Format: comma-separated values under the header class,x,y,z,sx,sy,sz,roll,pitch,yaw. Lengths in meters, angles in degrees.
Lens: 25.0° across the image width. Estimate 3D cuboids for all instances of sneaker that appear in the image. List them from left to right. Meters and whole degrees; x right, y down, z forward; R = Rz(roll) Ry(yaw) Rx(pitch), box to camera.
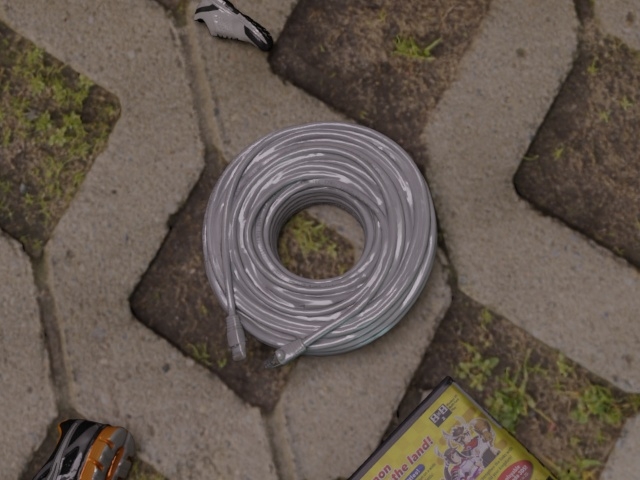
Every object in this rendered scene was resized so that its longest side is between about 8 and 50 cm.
class,x,y,z,sx,sy,sz,roll,pitch,yaw
sneaker,-0.277,0.289,1.535,0.083,0.084,0.215,20,74,27
sneaker,-0.101,-0.248,1.678,0.109,0.040,0.044,38,99,20

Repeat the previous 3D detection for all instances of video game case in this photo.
class,x,y,z,sx,sy,sz,roll,pitch,yaw
video game case,0.127,0.321,1.468,0.248,0.035,0.275,43,85,11

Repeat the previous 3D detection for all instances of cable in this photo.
class,x,y,z,sx,sy,sz,roll,pitch,yaw
cable,0.000,0.000,1.563,0.257,0.089,0.257,-19,72,2
